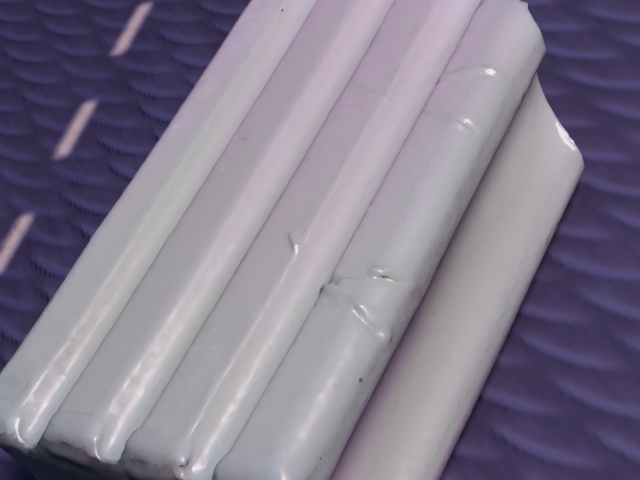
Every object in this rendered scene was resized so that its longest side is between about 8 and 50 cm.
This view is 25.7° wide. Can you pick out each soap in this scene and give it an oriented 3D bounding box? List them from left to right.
[{"bbox_3d":[0.000,0.000,0.602,0.172,0.095,0.289,5,53,38],"label":"soap"}]
